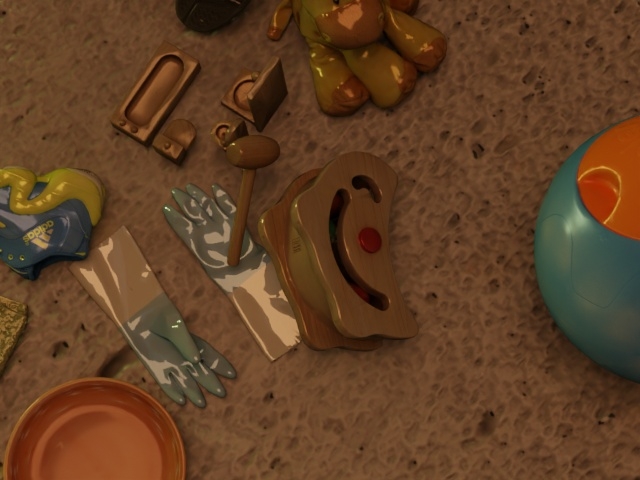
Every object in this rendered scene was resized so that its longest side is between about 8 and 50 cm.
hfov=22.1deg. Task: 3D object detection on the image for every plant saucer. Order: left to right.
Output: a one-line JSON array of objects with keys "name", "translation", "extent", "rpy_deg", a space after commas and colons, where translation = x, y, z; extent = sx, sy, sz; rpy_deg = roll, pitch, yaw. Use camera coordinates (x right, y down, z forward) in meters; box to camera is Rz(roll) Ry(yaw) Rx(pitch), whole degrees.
[{"name": "plant saucer", "translation": [-0.244, 0.250, 1.787], "extent": [0.199, 0.037, 0.200], "rpy_deg": [-1, 77, 3]}]

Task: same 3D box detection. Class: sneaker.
[{"name": "sneaker", "translation": [-0.362, -0.021, 1.825], "extent": [0.240, 0.091, 0.126], "rpy_deg": [1, 78, 2]}, {"name": "sneaker", "translation": [-0.086, -0.345, 1.897], "extent": [0.087, 0.130, 0.228], "rpy_deg": [29, 108, 3]}]

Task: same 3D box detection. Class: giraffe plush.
[{"name": "giraffe plush", "translation": [0.033, -0.259, 1.821], "extent": [0.181, 0.170, 0.210], "rpy_deg": [-43, 79, -7]}]

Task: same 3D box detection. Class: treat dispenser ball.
[{"name": "treat dispenser ball", "translation": [0.365, 0.009, 1.691], "extent": [0.288, 0.288, 0.288], "rpy_deg": [0, 77, 2]}]

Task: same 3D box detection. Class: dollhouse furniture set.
[{"name": "dollhouse furniture set", "translation": [-0.142, -0.164, 1.830], "extent": [0.151, 0.123, 0.144], "rpy_deg": [32, 80, 9]}]

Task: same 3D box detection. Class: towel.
[{"name": "towel", "translation": [-0.397, 0.121, 1.827], "extent": [0.110, 0.027, 0.148], "rpy_deg": [22, 78, 6]}]

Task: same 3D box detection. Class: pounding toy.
[{"name": "pounding toy", "translation": [0.000, 0.000, 1.810], "extent": [0.154, 0.155, 0.270], "rpy_deg": [-21, 89, -40]}]

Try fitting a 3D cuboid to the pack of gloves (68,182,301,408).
[{"name": "pack of gloves", "translation": [-0.139, 0.055, 1.822], "extent": [0.195, 0.046, 0.232], "rpy_deg": [-38, 79, -5]}]
